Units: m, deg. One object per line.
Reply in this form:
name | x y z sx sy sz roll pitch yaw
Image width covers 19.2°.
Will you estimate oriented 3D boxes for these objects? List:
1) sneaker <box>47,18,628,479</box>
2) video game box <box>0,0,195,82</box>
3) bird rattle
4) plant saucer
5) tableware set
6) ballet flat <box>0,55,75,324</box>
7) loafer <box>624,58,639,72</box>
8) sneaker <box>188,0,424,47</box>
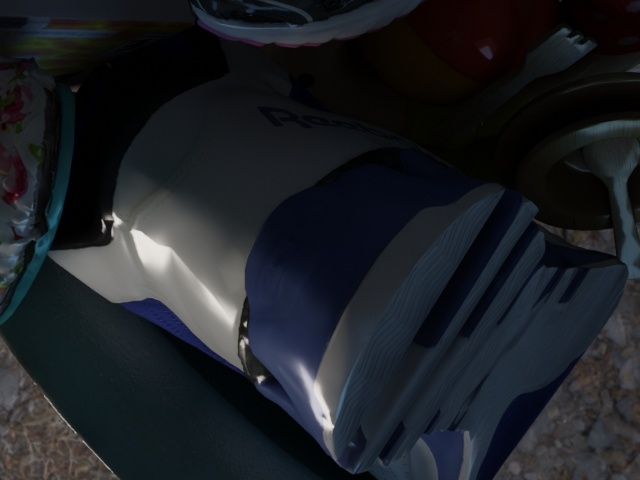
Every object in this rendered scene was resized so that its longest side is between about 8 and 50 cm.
sneaker | 0.000 0.000 0.709 0.127 0.182 0.315 -54 160 -2
video game box | -0.170 -0.058 0.588 0.187 0.048 0.205 -15 178 29
bird rattle | 0.080 -0.083 0.747 0.207 0.143 0.253 10 156 -43
plant saucer | -0.043 0.040 0.855 0.043 0.317 0.317 -44 169 15
tableware set | 0.146 -0.052 0.698 0.128 0.039 0.194 19 139 -33
ballet flat | -0.132 -0.004 0.608 0.077 0.091 0.241 7 167 -14
loafer | 0.169 -0.110 1.277 0.148 0.050 0.056 -15 177 -11
sneaker | 0.039 -0.116 0.544 0.178 0.072 0.077 -23 167 -17
